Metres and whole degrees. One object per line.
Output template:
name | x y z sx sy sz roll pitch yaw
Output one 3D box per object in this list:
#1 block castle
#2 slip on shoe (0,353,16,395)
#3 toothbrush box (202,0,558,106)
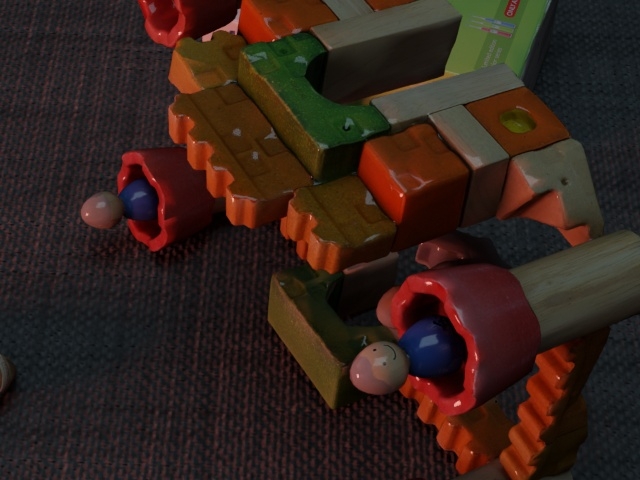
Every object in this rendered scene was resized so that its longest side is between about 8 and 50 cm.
block castle | 0.000 0.000 1.027 0.212 0.303 0.453 -17 51 -26
slip on shoe | -0.296 0.096 1.099 0.135 0.051 0.041 0 7 8
toothbrush box | 0.059 -0.192 1.322 0.283 0.122 0.206 15 49 10
